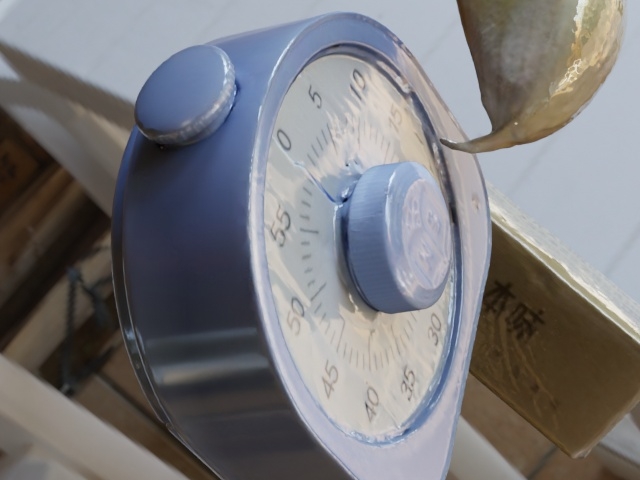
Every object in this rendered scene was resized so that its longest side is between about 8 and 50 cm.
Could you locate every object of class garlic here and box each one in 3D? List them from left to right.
[{"bbox_3d":[0.163,-0.179,1.142,0.164,0.145,0.245,-7,56,3],"label":"garlic"}]

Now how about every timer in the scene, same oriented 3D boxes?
[{"bbox_3d":[0.000,0.000,1.101,0.173,0.395,0.395,-7,50,32],"label":"timer"}]

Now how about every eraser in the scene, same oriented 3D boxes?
[{"bbox_3d":[0.160,0.043,1.352,0.144,0.343,0.078,-53,-5,28],"label":"eraser"}]
